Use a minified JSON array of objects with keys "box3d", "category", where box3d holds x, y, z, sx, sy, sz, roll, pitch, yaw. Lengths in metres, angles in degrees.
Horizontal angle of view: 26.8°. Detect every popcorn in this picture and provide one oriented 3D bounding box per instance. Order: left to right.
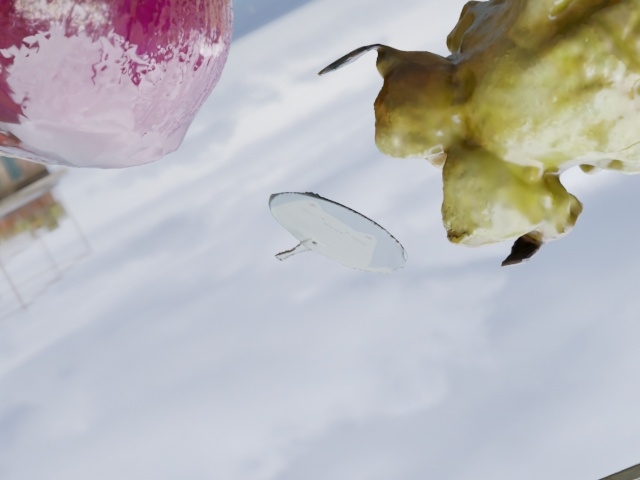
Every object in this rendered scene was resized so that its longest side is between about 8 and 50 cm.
[{"box3d":[0.128,-0.093,0.755,0.195,0.173,0.168,-36,-154,17],"category":"popcorn"}]

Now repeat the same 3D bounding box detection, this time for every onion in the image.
[{"box3d":[-0.224,-0.253,1.129,0.348,0.385,0.348,14,-169,-3],"category":"onion"}]

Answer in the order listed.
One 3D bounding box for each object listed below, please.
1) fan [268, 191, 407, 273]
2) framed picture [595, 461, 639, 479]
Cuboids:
[{"box3d":[0.000,0.000,1.029,0.005,0.113,0.175,-64,-164,-20],"category":"fan"},{"box3d":[0.193,0.260,0.759,0.189,0.259,0.023,-27,169,17],"category":"framed picture"}]
